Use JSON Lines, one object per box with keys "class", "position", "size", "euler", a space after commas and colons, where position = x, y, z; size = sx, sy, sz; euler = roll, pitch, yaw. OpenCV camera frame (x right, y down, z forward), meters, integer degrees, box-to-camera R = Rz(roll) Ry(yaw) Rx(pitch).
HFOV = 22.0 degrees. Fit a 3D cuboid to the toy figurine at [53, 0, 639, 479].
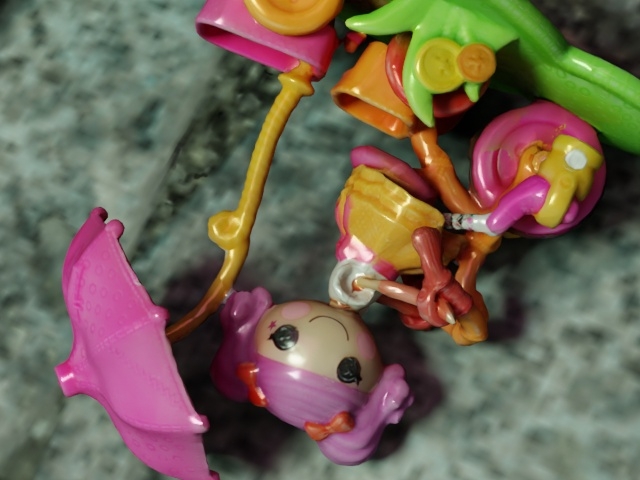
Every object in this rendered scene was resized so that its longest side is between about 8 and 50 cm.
{"class": "toy figurine", "position": [0.000, 0.000, 0.477], "size": [0.173, 0.130, 0.159], "euler": [29, 86, -2]}
